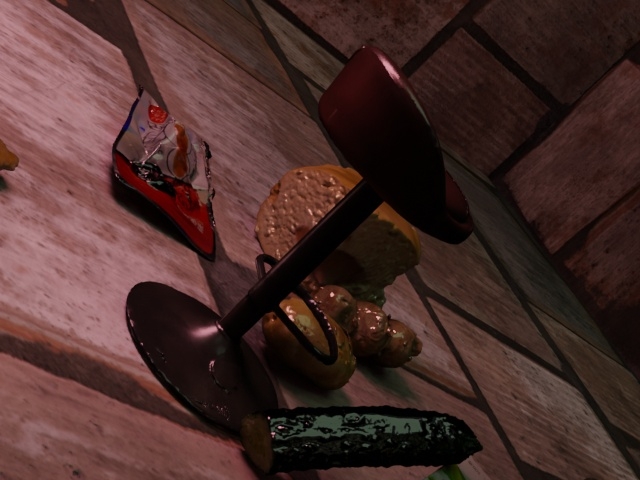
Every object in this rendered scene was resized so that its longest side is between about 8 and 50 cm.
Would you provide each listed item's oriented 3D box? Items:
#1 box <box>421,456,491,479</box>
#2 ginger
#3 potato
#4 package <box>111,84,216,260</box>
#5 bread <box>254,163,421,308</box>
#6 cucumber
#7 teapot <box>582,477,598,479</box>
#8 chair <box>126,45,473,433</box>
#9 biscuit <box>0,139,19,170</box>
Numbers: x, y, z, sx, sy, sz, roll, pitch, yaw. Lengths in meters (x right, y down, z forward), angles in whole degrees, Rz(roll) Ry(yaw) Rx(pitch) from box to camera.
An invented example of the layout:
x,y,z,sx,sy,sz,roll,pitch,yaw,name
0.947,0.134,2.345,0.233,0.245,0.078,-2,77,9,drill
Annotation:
x,y,z,sx,sy,sz,roll,pitch,yaw,name
0.188,0.384,1.213,0.260,0.111,0.194,52,17,13,box
0.058,0.128,1.559,0.104,0.080,0.204,16,-11,46,ginger
-0.011,0.132,1.370,0.170,0.080,0.107,37,8,-42,potato
-0.215,-0.104,1.484,0.194,0.071,0.269,33,33,-31,package
0.020,-0.018,1.645,0.224,0.183,0.211,27,19,-53,bread
0.057,0.216,1.170,0.300,0.072,0.072,4,38,-30,cucumber
0.419,0.425,1.725,0.049,0.083,0.063,43,25,-4,teapot
0.000,0.000,1.152,0.226,0.401,0.226,40,18,-15,chair
-0.402,-0.138,1.150,0.176,0.031,0.228,38,17,-26,biscuit
